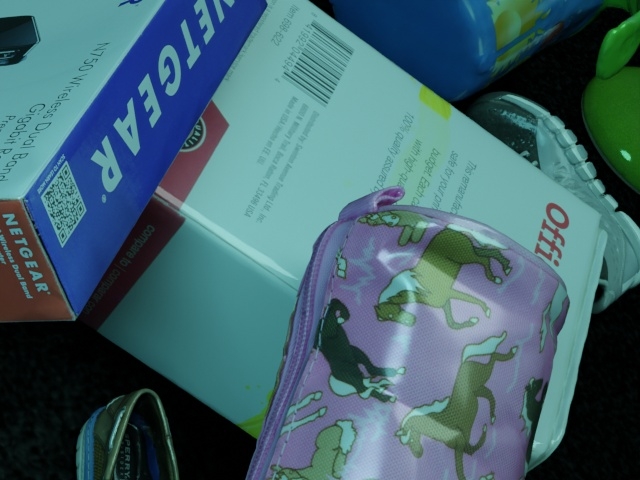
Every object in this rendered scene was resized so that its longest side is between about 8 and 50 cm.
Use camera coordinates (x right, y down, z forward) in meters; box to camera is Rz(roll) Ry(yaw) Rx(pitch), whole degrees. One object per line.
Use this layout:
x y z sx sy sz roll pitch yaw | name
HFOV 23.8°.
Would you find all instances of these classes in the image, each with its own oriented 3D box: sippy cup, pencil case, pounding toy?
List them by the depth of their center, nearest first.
0.023 0.169 0.883 0.167 0.160 0.386 46 60 -59 | pencil case
0.133 -0.244 1.409 0.224 0.305 0.240 -46 117 -39 | sippy cup
0.398 -0.120 1.587 0.236 0.110 0.183 27 43 -18 | pounding toy

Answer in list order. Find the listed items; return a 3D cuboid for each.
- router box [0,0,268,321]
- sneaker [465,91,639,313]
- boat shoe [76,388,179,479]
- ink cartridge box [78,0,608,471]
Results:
-0.226 -0.085 0.929 0.335 0.301 0.082 -66 147 -49 | router box
0.198 -0.029 1.370 0.229 0.086 0.132 47 43 3 | sneaker
-0.117 0.176 0.951 0.066 0.066 0.183 9 51 -33 | boat shoe
0.000 0.000 1.124 0.384 0.160 0.279 35 42 -8 | ink cartridge box
